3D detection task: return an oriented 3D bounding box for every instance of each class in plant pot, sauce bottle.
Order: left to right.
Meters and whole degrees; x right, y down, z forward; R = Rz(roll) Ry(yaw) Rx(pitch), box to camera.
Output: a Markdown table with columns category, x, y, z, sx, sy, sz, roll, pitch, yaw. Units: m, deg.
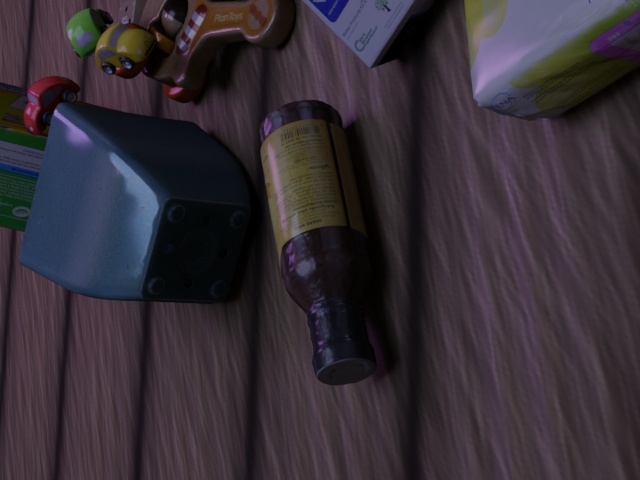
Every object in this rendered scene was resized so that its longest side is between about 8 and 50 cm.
| category | x | y | z | sx | sy | sz | roll | pitch | yaw |
| --- | --- | --- | --- | --- | --- | --- | --- | --- | --- |
| plant pot | -0.274 | -0.343 | 2.078 | 0.109 | 0.096 | 0.109 | 1 | 82 | 60 |
| plant pot | -0.235 | -0.029 | 1.803 | 0.252 | 0.247 | 0.247 | 30 | 109 | 46 |
| sauce bottle | 0.000 | 0.000 | 1.498 | 0.111 | 0.111 | 0.345 | -46 | 43 | 45 |

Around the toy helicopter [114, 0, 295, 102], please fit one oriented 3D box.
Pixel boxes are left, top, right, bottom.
| category | x | y | z | sx | sy | sz | roll | pitch | yaw |
| --- | --- | --- | --- | --- | --- | --- | --- | --- | --- |
| toy helicopter | -0.153 | -0.333 | 1.877 | 0.355 | 0.140 | 0.235 | 7 | 79 | 50 |

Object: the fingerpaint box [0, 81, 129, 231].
| category | x | y | z | sx | sy | sz | roll | pitch | yaw |
| --- | --- | --- | --- | --- | --- | --- | --- | --- | --- |
| fingerpaint box | -0.537 | -0.150 | 2.043 | 0.371 | 0.444 | 0.163 | -115 | 40 | -72 |

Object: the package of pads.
| category | x | y | z | sx | sy | sz | roll | pitch | yaw |
| --- | --- | --- | --- | --- | --- | --- | --- | --- | --- |
| package of pads | 0.247 | -0.258 | 1.151 | 0.296 | 0.101 | 0.229 | -32 | 55 | 54 |

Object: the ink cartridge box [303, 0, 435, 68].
| category | x | y | z | sx | sy | sz | roll | pitch | yaw |
| --- | --- | --- | --- | --- | --- | --- | --- | --- | --- |
| ink cartridge box | 0.001 | -0.371 | 1.483 | 0.333 | 0.065 | 0.165 | 47 | 130 | 13 |

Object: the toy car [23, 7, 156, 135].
| category | x | y | z | sx | sy | sz | roll | pitch | yaw |
| --- | --- | --- | --- | --- | --- | --- | --- | --- | --- |
| toy car | -0.348 | -0.282 | 1.883 | 0.239 | 0.053 | 0.225 | -32 | 36 | 16 |
